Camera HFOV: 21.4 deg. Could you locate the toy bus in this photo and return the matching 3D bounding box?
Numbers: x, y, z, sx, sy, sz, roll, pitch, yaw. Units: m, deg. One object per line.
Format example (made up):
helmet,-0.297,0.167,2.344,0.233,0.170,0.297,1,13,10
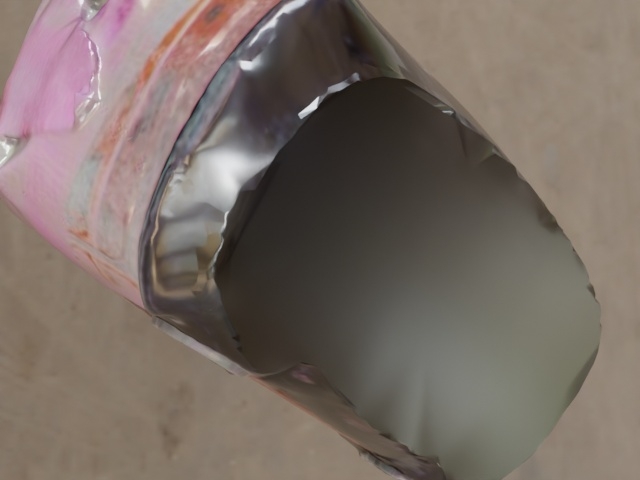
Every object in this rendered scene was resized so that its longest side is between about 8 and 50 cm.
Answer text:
toy bus,0.000,0.000,0.646,0.127,0.147,0.302,-59,145,-5
